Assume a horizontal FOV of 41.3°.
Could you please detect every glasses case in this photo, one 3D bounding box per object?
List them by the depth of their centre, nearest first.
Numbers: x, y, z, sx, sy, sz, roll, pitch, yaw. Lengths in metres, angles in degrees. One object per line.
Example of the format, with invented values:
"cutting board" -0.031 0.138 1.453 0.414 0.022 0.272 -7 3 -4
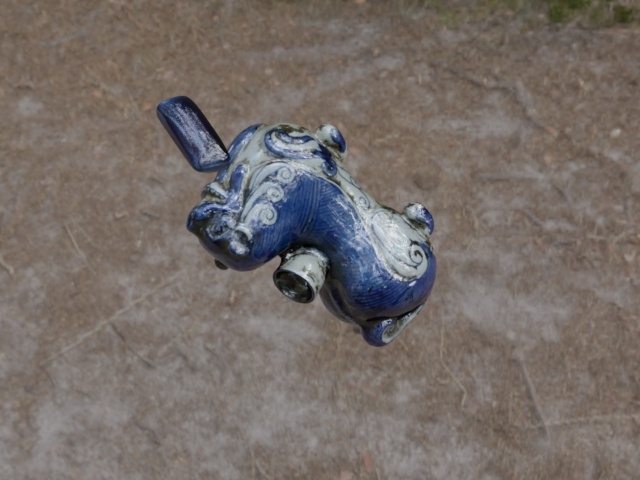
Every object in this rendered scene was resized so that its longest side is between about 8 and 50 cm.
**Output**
"glasses case" -0.105 -0.090 0.695 0.034 0.023 0.083 -17 57 -33

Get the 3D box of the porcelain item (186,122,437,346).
"porcelain item" 0.000 0.000 0.942 0.138 0.288 0.186 -21 30 56
